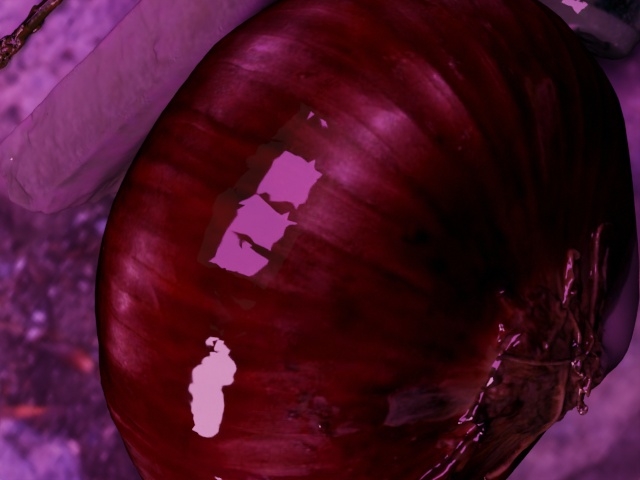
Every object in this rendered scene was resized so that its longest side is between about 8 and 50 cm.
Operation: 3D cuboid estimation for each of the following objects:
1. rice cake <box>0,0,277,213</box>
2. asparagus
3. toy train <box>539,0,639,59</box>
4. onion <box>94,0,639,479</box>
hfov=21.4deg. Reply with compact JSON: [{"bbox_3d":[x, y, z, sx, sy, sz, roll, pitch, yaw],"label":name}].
[{"bbox_3d":[-0.039,-0.102,0.780,0.298,0.106,0.050,-37,76,41],"label":"rice cake"},{"bbox_3d":[-0.133,-0.147,0.940,0.166,0.013,0.016,-41,60,7],"label":"asparagus"},{"bbox_3d":[0.137,-0.233,0.813,0.194,0.120,0.298,22,88,16],"label":"toy train"},{"bbox_3d":[0.000,0.000,0.746,0.285,0.273,0.273,30,90,38],"label":"onion"}]
